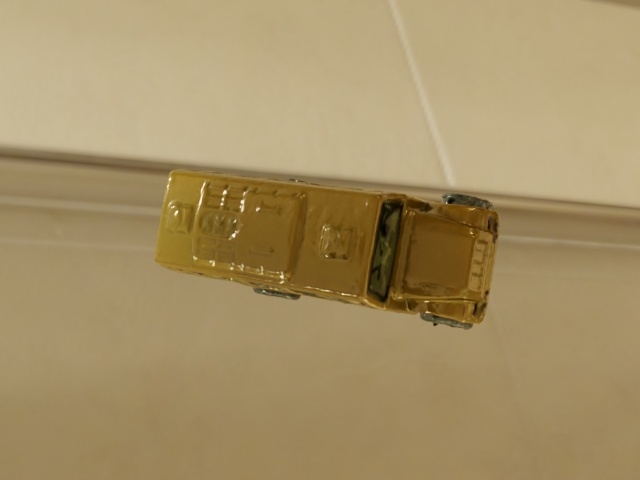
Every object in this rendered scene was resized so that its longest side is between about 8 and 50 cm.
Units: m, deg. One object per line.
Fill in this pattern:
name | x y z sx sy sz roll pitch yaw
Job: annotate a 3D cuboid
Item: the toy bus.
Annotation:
toy bus | 0.000 0.000 1.156 0.336 0.123 0.121 8 86 37
